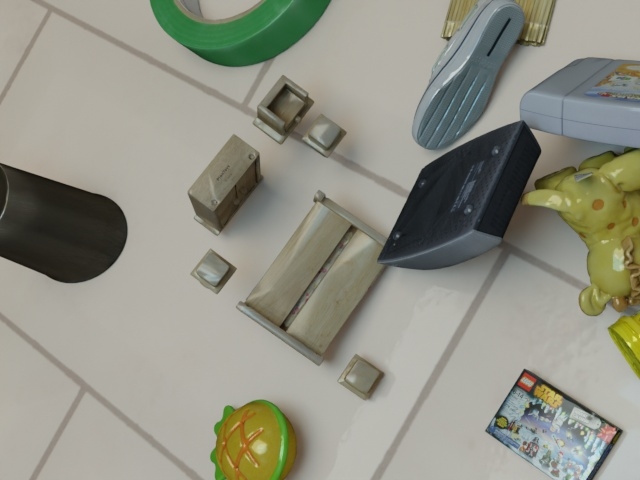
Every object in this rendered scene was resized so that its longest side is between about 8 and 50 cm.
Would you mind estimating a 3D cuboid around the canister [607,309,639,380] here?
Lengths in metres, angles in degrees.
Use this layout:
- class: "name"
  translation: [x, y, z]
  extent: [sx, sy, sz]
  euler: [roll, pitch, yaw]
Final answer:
- class: "canister"
  translation: [0.425, 0.101, 1.146]
  extent: [0.170, 0.073, 0.126]
  euler: [-34, 89, 1]

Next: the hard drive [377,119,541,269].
- class: "hard drive"
  translation: [0.170, -0.044, 1.281]
  extent: [0.172, 0.054, 0.255]
  euler: [-63, 15, -18]

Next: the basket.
- class: "basket"
  translation: [-0.453, -0.032, 1.614]
  extent: [0.204, 0.227, 0.154]
  euler: [-1, 76, 30]

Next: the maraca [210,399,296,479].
- class: "maraca"
  translation: [-0.099, 0.279, 1.409]
  extent: [0.186, 0.099, 0.127]
  euler: [-10, 67, 54]

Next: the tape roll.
- class: "tape roll"
  translation: [-0.122, -0.437, 1.636]
  extent: [0.321, 0.077, 0.321]
  euler: [-9, 72, 28]

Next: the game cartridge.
- class: "game cartridge"
  translation: [0.397, -0.159, 1.206]
  extent: [0.297, 0.198, 0.062]
  euler: [11, 114, 30]

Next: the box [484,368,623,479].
- class: "box"
  translation: [0.279, 0.230, 1.250]
  extent: [0.137, 0.027, 0.094]
  euler: [32, 92, 32]

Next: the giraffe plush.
- class: "giraffe plush"
  translation: [0.349, -0.011, 1.214]
  extent: [0.181, 0.210, 0.170]
  euler: [-20, 95, 31]

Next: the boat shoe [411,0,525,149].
- class: "boat shoe"
  translation: [0.194, -0.228, 1.407]
  extent: [0.226, 0.083, 0.076]
  euler: [-54, 30, 13]

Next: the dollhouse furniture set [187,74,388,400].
- class: "dollhouse furniture set"
  translation: [0.000, 0.000, 1.467]
  extent: [0.355, 0.174, 0.303]
  euler: [36, 81, 3]

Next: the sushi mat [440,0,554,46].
- class: "sushi mat"
  translation: [0.276, -0.422, 1.445]
  extent: [0.151, 0.019, 0.316]
  euler: [11, 82, 30]
